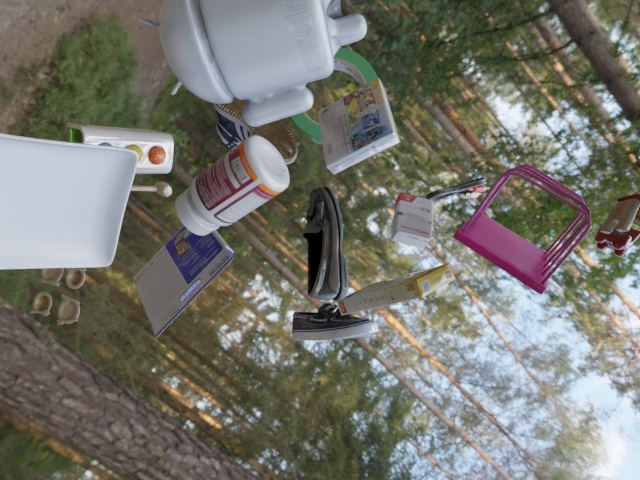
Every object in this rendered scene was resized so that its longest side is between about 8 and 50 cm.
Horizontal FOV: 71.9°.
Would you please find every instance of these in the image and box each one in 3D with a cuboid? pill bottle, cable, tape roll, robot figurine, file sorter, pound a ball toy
[{"bbox_3d":[-0.180,-0.104,0.887,0.221,0.121,0.121,-29,-160,24],"label":"pill bottle"},{"bbox_3d":[0.564,-0.193,1.782,0.287,0.072,0.139,-17,175,-31],"label":"cable"},{"bbox_3d":[0.040,-0.491,1.511,0.321,0.321,0.077,-49,178,-1],"label":"tape roll"},{"bbox_3d":[-0.107,-0.346,0.723,0.353,0.300,0.200,-13,-159,6],"label":"robot figurine"},{"bbox_3d":[0.455,-0.049,0.969,0.290,0.202,0.182,-23,145,-60],"label":"file sorter"},{"bbox_3d":[-0.560,-0.223,1.303,0.319,0.135,0.208,-10,116,-53],"label":"pound a ball toy"}]

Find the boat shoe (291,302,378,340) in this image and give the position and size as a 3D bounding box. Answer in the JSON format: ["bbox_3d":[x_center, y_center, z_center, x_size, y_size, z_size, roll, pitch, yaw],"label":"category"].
[{"bbox_3d":[0.031,0.227,1.247,0.301,0.108,0.102,-15,-105,45],"label":"boat shoe"}]

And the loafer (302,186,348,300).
[{"bbox_3d":[0.000,0.000,0.973,0.096,0.084,0.268,137,-51,-57],"label":"loafer"}]

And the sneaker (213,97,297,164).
[{"bbox_3d":[-0.187,-0.289,1.243,0.099,0.282,0.153,-47,175,-28],"label":"sneaker"}]

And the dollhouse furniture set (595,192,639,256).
[{"bbox_3d":[0.721,0.014,0.841,0.152,0.373,0.201,-59,174,-1],"label":"dollhouse furniture set"}]

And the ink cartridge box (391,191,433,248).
[{"bbox_3d":[0.251,-0.054,1.209,0.056,0.099,0.135,109,-4,-55],"label":"ink cartridge box"}]

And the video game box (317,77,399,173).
[{"bbox_3d":[0.090,-0.291,1.120,0.187,0.048,0.205,-24,-127,25],"label":"video game box"}]

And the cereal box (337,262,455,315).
[{"bbox_3d":[0.179,0.119,1.068,0.240,0.048,0.173,-21,177,41],"label":"cereal box"}]

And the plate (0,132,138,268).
[{"bbox_3d":[-0.463,-0.060,0.708,0.278,0.277,0.045,-58,-133,34],"label":"plate"}]

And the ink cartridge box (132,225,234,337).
[{"bbox_3d":[-0.401,0.097,1.306,0.303,0.072,0.307,-46,-134,-2],"label":"ink cartridge box"}]

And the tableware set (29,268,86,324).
[{"bbox_3d":[-0.657,0.126,1.111,0.020,0.140,0.169,39,59,-75],"label":"tableware set"}]
